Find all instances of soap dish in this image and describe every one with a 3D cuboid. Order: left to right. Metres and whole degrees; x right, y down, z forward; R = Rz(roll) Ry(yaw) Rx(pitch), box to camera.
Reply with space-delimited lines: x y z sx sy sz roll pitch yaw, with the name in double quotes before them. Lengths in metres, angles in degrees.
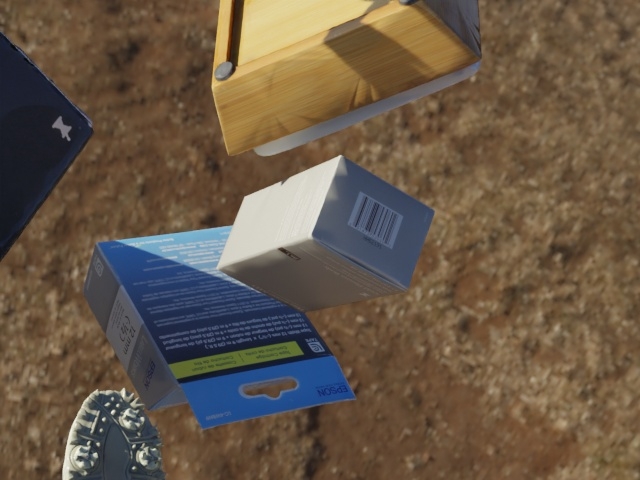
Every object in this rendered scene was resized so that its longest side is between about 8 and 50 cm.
"soap dish" 0.020 -0.230 1.339 0.118 0.291 0.228 49 32 -41

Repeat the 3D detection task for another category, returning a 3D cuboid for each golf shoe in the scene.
"golf shoe" -0.142 0.185 0.816 0.069 0.086 0.176 10 64 -31

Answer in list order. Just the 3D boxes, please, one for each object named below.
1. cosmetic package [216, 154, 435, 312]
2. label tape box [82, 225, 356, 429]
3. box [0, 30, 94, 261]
"cosmetic package" 0.000 0.000 1.356 0.127 0.238 0.107 28 67 -19
"label tape box" -0.145 0.139 1.775 0.249 0.115 0.347 -7 48 -34
"box" -0.589 0.000 1.474 0.297 0.472 0.479 47 47 -23
